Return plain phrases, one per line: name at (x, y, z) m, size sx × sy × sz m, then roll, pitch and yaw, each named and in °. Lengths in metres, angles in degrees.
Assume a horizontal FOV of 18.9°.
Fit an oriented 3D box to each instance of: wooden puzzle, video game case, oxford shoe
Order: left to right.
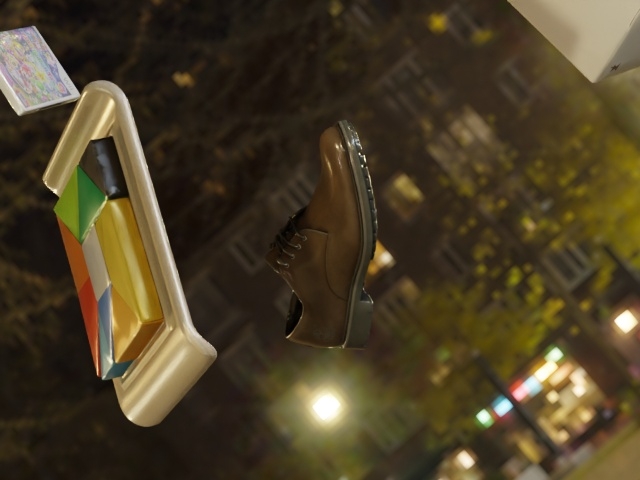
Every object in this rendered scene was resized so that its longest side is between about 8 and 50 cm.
video game case at (-0.289, -0.168, 1.895) m, size 0.011 × 0.087 × 0.122 m, roll -35°, pitch -2°, yaw 22°
wooden puzzle at (-0.165, 0.018, 1.547) m, size 0.044 × 0.239 × 0.221 m, roll -16°, pitch -14°, yaw -24°
oxford shoe at (0.000, 0.000, 1.727) m, size 0.083 × 0.096 × 0.227 m, roll -109°, pitch 21°, yaw -64°

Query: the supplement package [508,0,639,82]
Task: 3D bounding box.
supplement package at (0.251, -0.321, 1.832) m, size 0.175 × 0.293 × 0.177 m, roll -20°, pitch -29°, yaw -44°
